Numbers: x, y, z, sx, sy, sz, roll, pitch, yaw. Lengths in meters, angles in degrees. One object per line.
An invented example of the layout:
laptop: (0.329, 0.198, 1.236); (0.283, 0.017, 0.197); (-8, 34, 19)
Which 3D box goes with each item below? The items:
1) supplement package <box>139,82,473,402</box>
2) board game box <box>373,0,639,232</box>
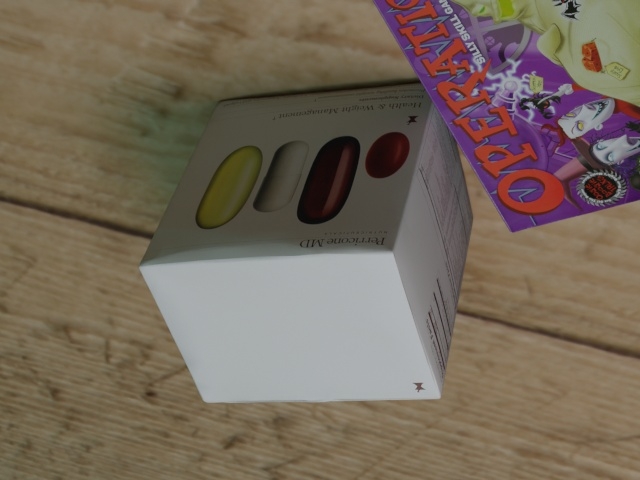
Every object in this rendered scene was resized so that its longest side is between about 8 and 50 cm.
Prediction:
supplement package: (0.000, 0.000, 0.901); (0.194, 0.203, 0.149); (-4, 130, 19)
board game box: (0.157, -0.160, 0.807); (0.208, 0.056, 0.346); (-13, 129, 33)
